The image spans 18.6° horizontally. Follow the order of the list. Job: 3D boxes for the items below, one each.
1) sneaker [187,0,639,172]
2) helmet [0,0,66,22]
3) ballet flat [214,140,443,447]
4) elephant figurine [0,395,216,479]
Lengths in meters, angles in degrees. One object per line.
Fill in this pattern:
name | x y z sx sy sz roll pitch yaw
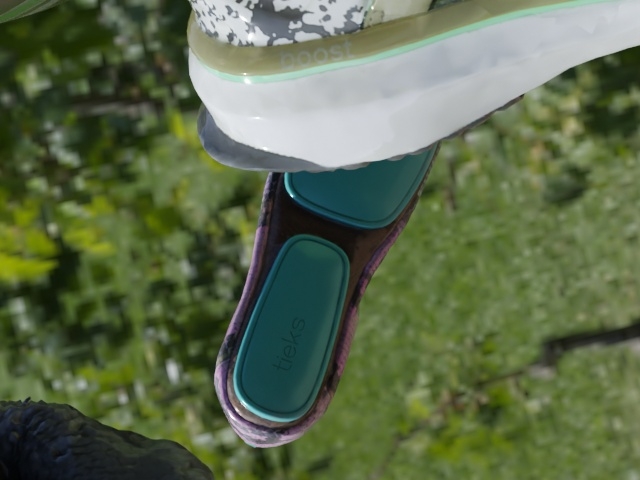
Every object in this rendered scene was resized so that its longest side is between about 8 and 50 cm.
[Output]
sneaker | 0.104 -0.172 0.726 0.182 0.410 0.158 58 -166 -36
helmet | -0.091 -0.125 0.451 0.161 0.169 0.169 -11 92 53
ballet flat | 0.000 0.000 0.972 0.079 0.077 0.221 134 157 -72
elephant figurine | -0.104 0.083 0.401 0.169 0.186 0.239 45 -139 -57
